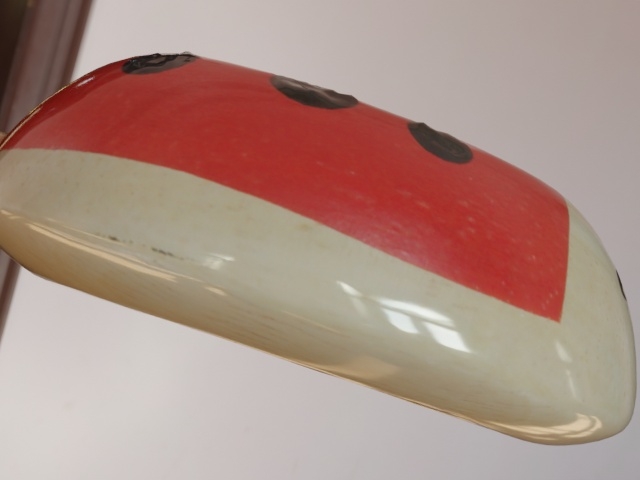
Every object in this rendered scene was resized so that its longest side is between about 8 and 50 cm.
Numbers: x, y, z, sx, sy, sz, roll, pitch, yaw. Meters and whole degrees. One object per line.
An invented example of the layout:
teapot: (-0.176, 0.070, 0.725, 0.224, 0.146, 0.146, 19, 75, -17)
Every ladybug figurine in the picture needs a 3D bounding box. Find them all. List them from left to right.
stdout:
ladybug figurine: (0.000, 0.000, 0.706, 0.449, 0.162, 0.305, 19, -6, -10)
